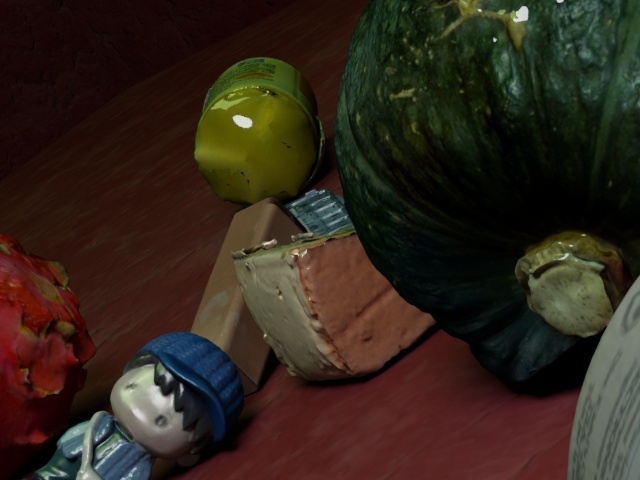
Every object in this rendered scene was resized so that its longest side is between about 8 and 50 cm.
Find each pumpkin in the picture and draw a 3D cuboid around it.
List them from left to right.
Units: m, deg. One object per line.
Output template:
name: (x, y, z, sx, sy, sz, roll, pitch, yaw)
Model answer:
pumpkin: (0.113, -0.088, 0.898, 0.293, 0.197, 0.263, -50, 2, 42)

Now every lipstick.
lipstick: (-0.050, 0.038, 1.225, 0.045, 0.045, 0.145, -23, 34, 34)

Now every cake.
cake: (0.066, 0.019, 1.134, 0.225, 0.090, 0.109, -17, 3, -24)

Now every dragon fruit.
dragon fruit: (-0.293, 0.102, 1.336, 0.268, 0.210, 0.205, -22, -25, 31)

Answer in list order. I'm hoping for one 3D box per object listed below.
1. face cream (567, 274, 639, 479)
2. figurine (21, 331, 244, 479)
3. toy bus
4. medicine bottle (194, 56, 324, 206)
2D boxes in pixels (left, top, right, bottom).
face cream: (0.148, 0.069, 0.385, 0.177, 0.177, 0.153, -31, 12, 5)
figurine: (-0.109, 0.121, 1.104, 0.149, 0.086, 0.087, -44, -28, -4)
toy bus: (0.000, 0.000, 1.360, 0.065, 0.047, 0.166, -27, 13, -2)
medicine bottle: (-0.058, -0.103, 1.756, 0.124, 0.124, 0.239, -31, 13, 6)
